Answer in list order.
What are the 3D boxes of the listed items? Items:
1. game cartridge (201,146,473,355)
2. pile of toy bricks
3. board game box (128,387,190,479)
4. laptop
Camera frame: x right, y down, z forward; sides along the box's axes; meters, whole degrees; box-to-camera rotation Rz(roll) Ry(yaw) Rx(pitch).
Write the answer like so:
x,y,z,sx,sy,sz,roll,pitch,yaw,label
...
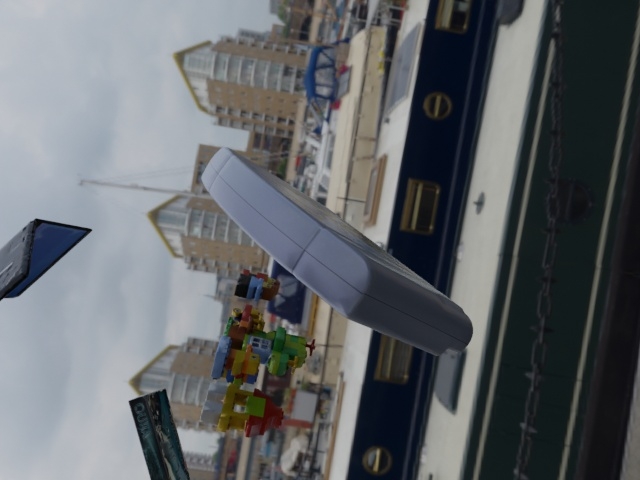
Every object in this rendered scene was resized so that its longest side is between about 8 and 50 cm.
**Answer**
x,y,z,sx,sy,sz,roll,pitch,yaw,label
0.000,0.000,0.595,0.062,0.198,0.297,-53,44,3,game cartridge
-0.058,0.118,0.663,0.212,0.105,0.118,-90,15,-69,pile of toy bricks
-0.214,0.302,0.815,0.126,0.026,0.186,108,143,-80,board game box
-0.554,0.086,1.080,0.234,0.136,0.264,-40,38,9,laptop
